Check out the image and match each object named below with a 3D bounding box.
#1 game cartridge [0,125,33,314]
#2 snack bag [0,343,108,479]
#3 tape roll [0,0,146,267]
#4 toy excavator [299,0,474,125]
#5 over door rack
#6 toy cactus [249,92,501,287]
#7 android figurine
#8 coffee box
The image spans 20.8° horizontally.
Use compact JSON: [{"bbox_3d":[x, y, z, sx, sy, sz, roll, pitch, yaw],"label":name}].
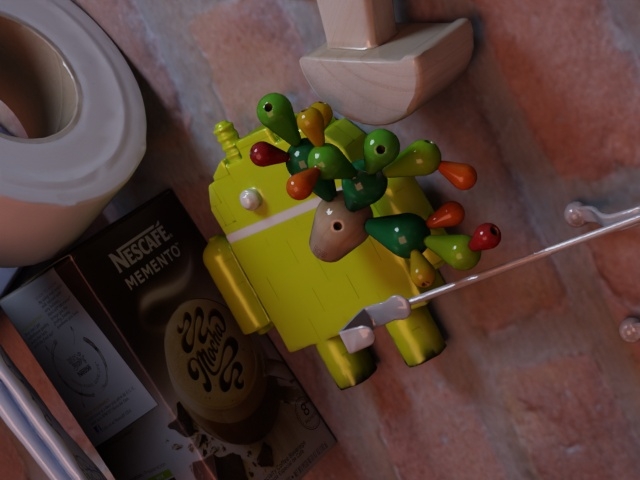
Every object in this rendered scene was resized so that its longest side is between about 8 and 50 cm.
[{"bbox_3d":[-0.421,0.013,1.778,0.230,0.068,0.355,42,116,8],"label":"game cartridge"},{"bbox_3d":[-0.262,0.147,1.569,0.323,0.037,0.342,52,172,3],"label":"snack bag"},{"bbox_3d":[-0.299,-0.119,1.536,0.286,0.286,0.100,47,129,3],"label":"tape roll"},{"bbox_3d":[0.060,-0.341,1.280,0.433,0.222,0.445,56,142,-5],"label":"toy excavator"},{"bbox_3d":[0.211,0.103,1.422,0.324,0.108,0.239,-24,98,18],"label":"over door rack"},{"bbox_3d":[0.029,-0.026,1.414,0.219,0.112,0.180,27,149,-2],"label":"toy cactus"},{"bbox_3d":[0.000,0.000,1.555,0.248,0.056,0.272,-20,103,37],"label":"android figurine"},{"bbox_3d":[-0.141,0.124,1.632,0.119,0.168,0.297,-29,96,38],"label":"coffee box"}]
